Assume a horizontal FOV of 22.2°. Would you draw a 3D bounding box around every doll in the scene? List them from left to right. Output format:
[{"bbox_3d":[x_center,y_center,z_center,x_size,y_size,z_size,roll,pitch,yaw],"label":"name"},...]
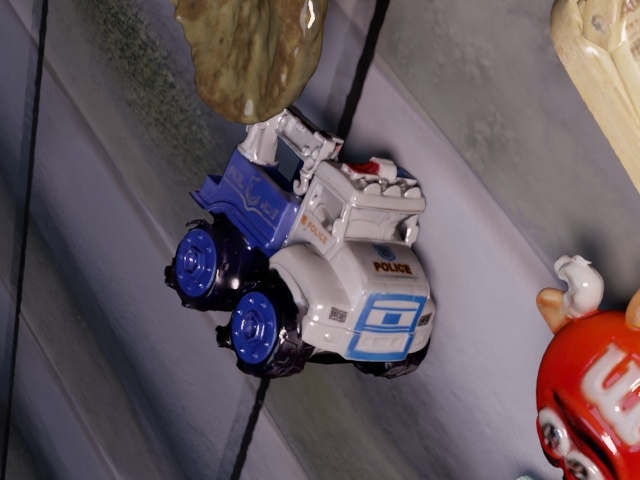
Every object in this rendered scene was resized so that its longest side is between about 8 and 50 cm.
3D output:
[{"bbox_3d":[0.193,0.088,0.998,0.183,0.085,0.217,60,142,17],"label":"doll"}]

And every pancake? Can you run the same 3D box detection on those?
[{"bbox_3d":[-0.057,-0.204,1.233,0.236,0.042,0.222,56,135,39],"label":"pancake"}]

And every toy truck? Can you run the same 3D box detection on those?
[{"bbox_3d":[0.000,0.000,1.255,0.213,0.161,0.177,44,119,43],"label":"toy truck"}]

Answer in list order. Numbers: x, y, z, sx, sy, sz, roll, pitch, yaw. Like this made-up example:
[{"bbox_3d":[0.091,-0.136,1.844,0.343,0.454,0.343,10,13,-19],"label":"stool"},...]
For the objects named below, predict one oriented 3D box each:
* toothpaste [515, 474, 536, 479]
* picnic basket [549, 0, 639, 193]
[{"bbox_3d":[0.229,0.250,1.084,0.297,0.048,0.075,38,139,42],"label":"toothpaste"},{"bbox_3d":[0.238,-0.086,0.638,0.175,0.228,0.313,-31,81,60],"label":"picnic basket"}]
